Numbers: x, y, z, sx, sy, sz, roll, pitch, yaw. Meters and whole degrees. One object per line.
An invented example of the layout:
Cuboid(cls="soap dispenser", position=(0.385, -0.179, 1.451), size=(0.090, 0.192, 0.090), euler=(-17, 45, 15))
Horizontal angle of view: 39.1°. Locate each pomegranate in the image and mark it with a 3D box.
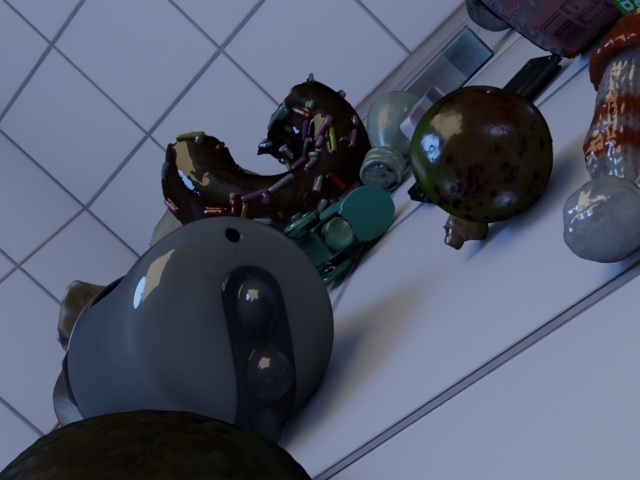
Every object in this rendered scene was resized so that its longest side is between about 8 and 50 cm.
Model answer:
Cuboid(cls="pomegranate", position=(0.136, -0.066, 0.746), size=(0.130, 0.130, 0.130), euler=(-45, 8, 8))

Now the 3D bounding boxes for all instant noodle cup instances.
Cuboid(cls="instant noodle cup", position=(0.283, -0.341, 0.958), size=(0.231, 0.243, 0.243), euler=(-50, 4, 33))

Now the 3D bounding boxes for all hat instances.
Cuboid(cls="hat", position=(0.194, -0.056, 0.535), size=(0.112, 0.094, 0.162), euler=(126, 166, -71))

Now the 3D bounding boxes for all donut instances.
Cuboid(cls="donut", position=(-0.066, -0.101, 1.401), size=(0.345, 0.259, 0.136), euler=(-26, -34, -15))

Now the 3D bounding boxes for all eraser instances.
Cuboid(cls="eraser", position=(0.160, -0.174, 1.303), size=(0.026, 0.065, 0.105), euler=(-41, 11, 48))

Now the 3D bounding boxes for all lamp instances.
Cuboid(cls="lamp", position=(0.110, -0.151, 1.362), size=(0.106, 0.106, 0.193), euler=(-39, 20, 45))

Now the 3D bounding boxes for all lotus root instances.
Cuboid(cls="lotus root", position=(-0.098, 0.178, 0.548), size=(0.142, 0.210, 0.314), euler=(-57, 19, 10))

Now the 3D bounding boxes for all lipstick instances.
Cuboid(cls="lipstick", position=(0.168, -0.243, 1.603), size=(0.317, 0.068, 0.066), euler=(-45, 8, 16))

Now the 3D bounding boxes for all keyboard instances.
Cuboid(cls="keyboard", position=(0.192, -0.130, 1.062), size=(0.230, 0.025, 0.093), euler=(-47, 9, 0))

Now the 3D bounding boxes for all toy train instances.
Cuboid(cls="toy train", position=(0.000, 0.000, 1.208), size=(0.159, 0.101, 0.248), euler=(-36, 3, -30))

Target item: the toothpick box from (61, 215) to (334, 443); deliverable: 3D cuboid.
Cuboid(cls="toothpick box", position=(-0.113, 0.108, 0.884), size=(0.229, 0.229, 0.316), euler=(-51, 11, -31))

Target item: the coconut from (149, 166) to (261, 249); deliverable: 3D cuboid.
Cuboid(cls="coconut", position=(-0.154, -0.013, 1.560), size=(0.245, 0.233, 0.233), euler=(-43, 8, 36))

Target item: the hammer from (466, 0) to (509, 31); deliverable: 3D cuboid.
Cuboid(cls="hammer", position=(0.400, -0.491, 1.568), size=(0.305, 0.113, 0.202), euler=(-40, 8, -19))

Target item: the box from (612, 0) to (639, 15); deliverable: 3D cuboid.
Cuboid(cls="box", position=(0.311, -0.298, 0.722), size=(0.250, 0.180, 0.103), euler=(-47, 11, -10))

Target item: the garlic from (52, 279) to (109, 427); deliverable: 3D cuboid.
Cuboid(cls="garlic", position=(-0.295, 0.179, 1.352), size=(0.325, 0.132, 0.279), euler=(17, 82, 46))
